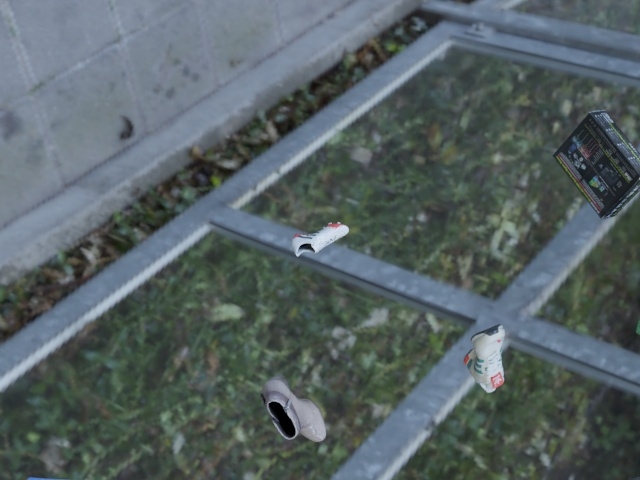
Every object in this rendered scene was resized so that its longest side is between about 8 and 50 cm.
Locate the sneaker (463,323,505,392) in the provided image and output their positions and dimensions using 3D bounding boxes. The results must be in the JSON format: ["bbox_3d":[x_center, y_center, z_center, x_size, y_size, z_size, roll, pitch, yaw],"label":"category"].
[{"bbox_3d":[0.275,0.192,1.697,0.057,0.075,0.161,-21,156,-14],"label":"sneaker"}]

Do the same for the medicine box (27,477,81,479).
[{"bbox_3d":[-0.385,0.534,1.563,0.289,0.149,0.263,-119,-144,-73],"label":"medicine box"}]

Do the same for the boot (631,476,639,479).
[{"bbox_3d":[0.479,0.492,1.469,0.260,0.348,0.131,-33,156,12],"label":"boot"}]

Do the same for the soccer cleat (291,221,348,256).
[{"bbox_3d":[0.000,0.000,1.476,0.029,0.083,0.035,71,7,-46],"label":"soccer cleat"}]

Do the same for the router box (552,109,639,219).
[{"bbox_3d":[0.389,-0.104,1.464,0.038,0.122,0.092,-12,151,-39],"label":"router box"}]

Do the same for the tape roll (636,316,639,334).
[{"bbox_3d":[0.563,0.005,1.555,0.321,0.077,0.321,-52,156,-35],"label":"tape roll"}]

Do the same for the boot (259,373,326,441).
[{"bbox_3d":[-0.033,0.215,1.284,0.042,0.087,0.118,-36,104,11],"label":"boot"}]
